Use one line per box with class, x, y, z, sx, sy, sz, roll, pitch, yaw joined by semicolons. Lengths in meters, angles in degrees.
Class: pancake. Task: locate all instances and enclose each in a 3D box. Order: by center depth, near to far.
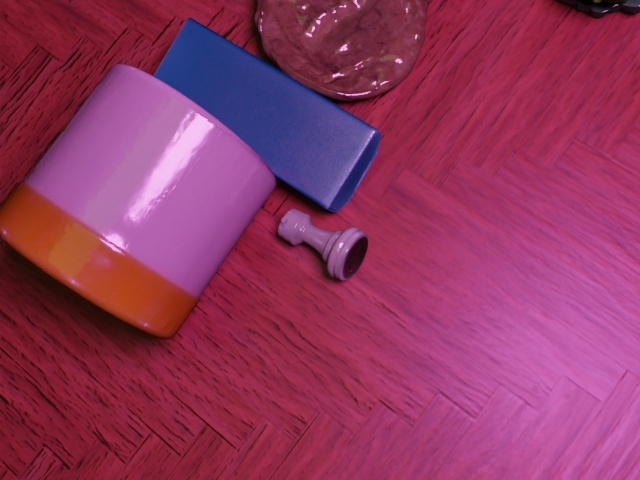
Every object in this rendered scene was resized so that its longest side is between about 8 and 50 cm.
pancake;0.030;-0.294;0.960;0.241;0.050;0.242;0;76;0

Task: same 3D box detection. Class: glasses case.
glasses case;-0.073;-0.160;0.928;0.301;0.070;0.117;35;96;17

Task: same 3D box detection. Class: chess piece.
chess piece;0.000;0.000;0.883;0.103;0.067;0.067;26;81;24

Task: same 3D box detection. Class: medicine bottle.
medicine bottle;-0.206;-0.043;0.837;0.238;0.238;0.232;32;81;16

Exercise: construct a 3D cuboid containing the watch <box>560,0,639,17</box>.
watch;0.345;-0.364;0.869;0.131;0.152;0.165;18;81;17
